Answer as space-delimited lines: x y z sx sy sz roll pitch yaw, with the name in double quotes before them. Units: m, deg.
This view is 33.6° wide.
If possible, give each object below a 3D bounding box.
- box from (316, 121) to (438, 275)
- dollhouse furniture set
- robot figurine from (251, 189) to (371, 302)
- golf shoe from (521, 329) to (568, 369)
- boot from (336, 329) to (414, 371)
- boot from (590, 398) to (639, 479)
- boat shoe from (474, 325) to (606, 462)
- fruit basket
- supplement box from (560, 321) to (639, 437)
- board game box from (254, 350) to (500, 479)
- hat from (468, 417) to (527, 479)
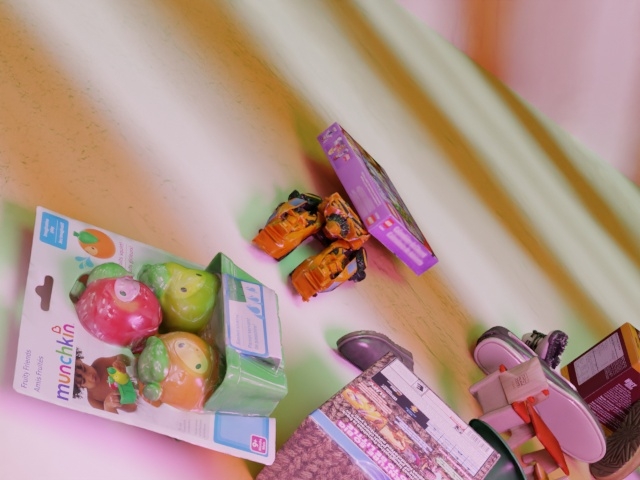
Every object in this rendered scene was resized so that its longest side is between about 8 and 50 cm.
"box" 0.113 -0.084 2.110 0.201 0.057 0.293 39 18 -46
"dollhouse furniture set" 0.384 0.329 1.889 0.259 0.135 0.262 49 19 -39
"robot figurine" 0.000 0.000 1.903 0.211 0.085 0.291 50 28 2
"golf shoe" 0.453 0.224 2.198 0.094 0.077 0.198 41 -20 20
"boot" 0.118 0.263 1.762 0.190 0.076 0.208 23 43 -35
"boot" 0.701 0.496 2.217 0.236 0.089 0.269 -43 113 -22
"boat shoe" 0.450 0.297 2.123 0.335 0.112 0.095 44 33 1
"fruit basket" -0.213 0.111 1.388 0.353 0.165 0.327 27 34 -28
"supplement box" 0.667 0.318 2.306 0.191 0.194 0.129 35 31 -21
"board game box" 0.090 0.324 1.520 0.232 0.141 0.291 43 27 12
"hat" 0.231 0.414 1.758 0.173 0.184 0.208 61 -14 4
